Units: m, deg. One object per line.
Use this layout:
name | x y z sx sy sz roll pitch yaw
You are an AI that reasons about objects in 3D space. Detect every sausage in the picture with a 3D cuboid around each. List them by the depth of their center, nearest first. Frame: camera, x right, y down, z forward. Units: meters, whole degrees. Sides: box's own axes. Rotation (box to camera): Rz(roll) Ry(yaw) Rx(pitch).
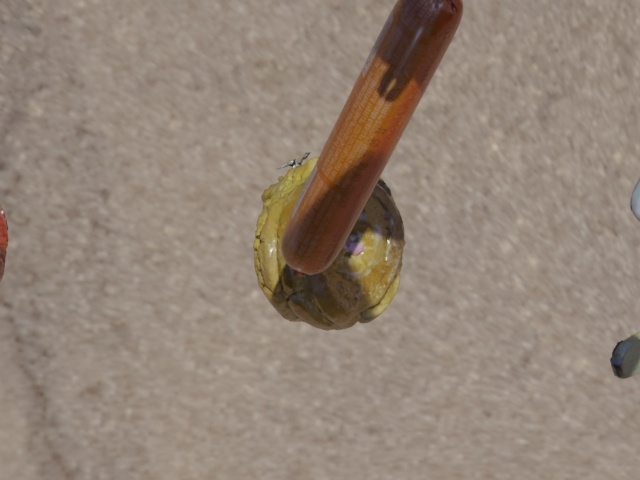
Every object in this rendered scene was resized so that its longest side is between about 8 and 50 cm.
sausage | 0.036 -0.083 1.252 0.053 0.053 0.348 46 137 18

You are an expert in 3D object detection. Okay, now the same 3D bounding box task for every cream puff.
cream puff | 0.000 0.000 1.657 0.129 0.189 0.189 1 80 45

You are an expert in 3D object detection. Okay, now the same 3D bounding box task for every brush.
brush | 0.426 0.080 1.690 0.020 0.336 0.085 24 126 45

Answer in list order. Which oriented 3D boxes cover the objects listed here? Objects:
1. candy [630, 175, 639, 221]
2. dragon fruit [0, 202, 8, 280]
candy | 0.281 -0.039 0.895 0.174 0.071 0.138 20 60 32
dragon fruit | -0.254 0.019 0.938 0.162 0.106 0.083 -29 62 -17
